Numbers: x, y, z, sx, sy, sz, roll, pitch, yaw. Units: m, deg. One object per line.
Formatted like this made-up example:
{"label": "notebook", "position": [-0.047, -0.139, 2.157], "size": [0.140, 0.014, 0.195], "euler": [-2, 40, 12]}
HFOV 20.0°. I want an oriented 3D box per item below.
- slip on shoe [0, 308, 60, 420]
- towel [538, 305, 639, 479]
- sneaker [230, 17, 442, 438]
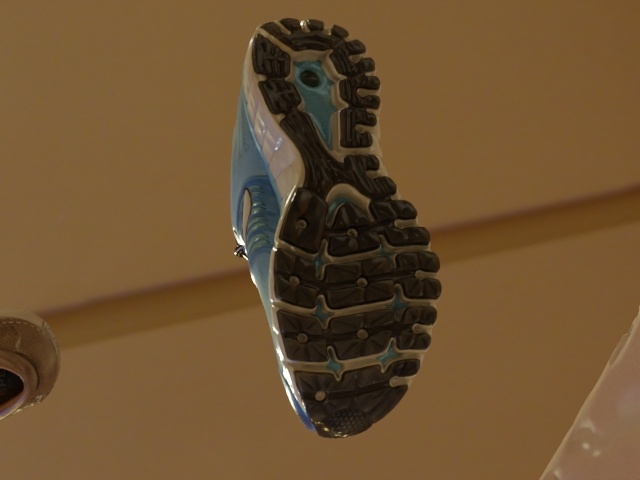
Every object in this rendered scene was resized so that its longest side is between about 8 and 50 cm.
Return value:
{"label": "slip on shoe", "position": [-0.164, 0.057, 0.669], "size": [0.135, 0.041, 0.051], "euler": [-7, -72, 2]}
{"label": "towel", "position": [0.201, 0.065, 0.453], "size": [0.053, 0.317, 0.331], "euler": [29, -87, -41]}
{"label": "sneaker", "position": [0.000, 0.000, 0.675], "size": [0.063, 0.073, 0.162], "euler": [3, -119, -18]}
